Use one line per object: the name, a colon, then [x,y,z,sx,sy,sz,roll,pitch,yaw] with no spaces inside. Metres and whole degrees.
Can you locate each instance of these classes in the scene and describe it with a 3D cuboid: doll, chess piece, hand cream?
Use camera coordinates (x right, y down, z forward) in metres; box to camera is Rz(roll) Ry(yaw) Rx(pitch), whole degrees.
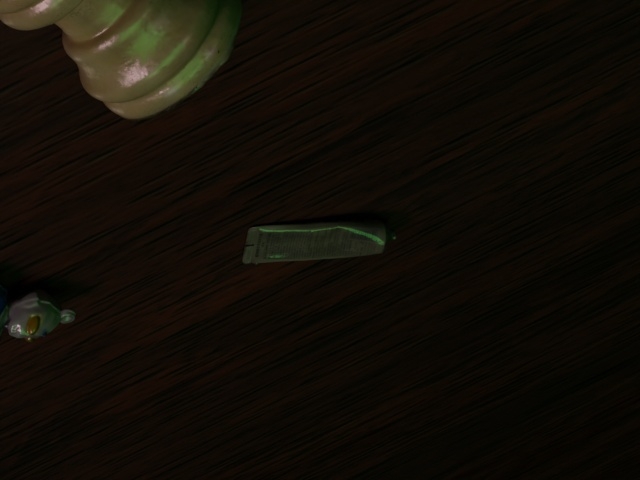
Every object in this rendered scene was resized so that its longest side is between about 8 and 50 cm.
doll: [-0.349,0.075,1.646,0.227,0.057,0.114,-5,134,-21]
chess piece: [-0.211,-0.223,1.344,0.139,0.124,0.307,-12,148,34]
hand cream: [0.000,0.000,1.779,0.165,0.037,0.057,-3,138,-15]
